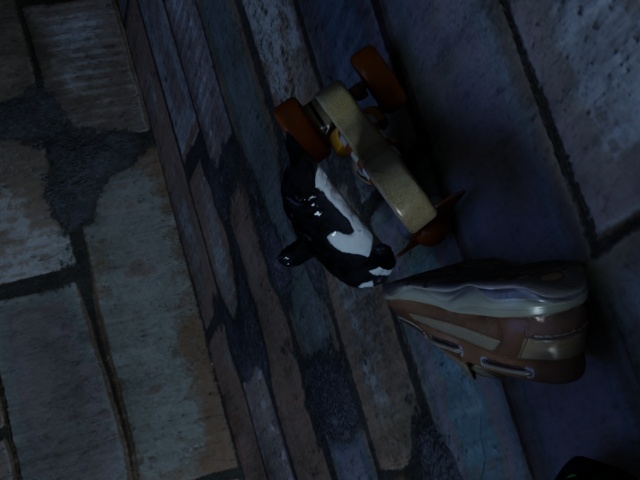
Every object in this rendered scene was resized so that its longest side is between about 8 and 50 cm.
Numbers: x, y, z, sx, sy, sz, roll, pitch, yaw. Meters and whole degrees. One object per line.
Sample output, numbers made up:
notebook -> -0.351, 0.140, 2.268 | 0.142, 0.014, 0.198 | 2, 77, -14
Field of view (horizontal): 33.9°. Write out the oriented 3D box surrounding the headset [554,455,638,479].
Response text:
headset -> 0.233, 0.328, 0.845 | 0.394, 0.185, 0.243 | -35, -39, -80

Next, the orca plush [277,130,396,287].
orca plush -> 0.000, 0.000, 1.196 | 0.151, 0.102, 0.287 | 44, 176, 19

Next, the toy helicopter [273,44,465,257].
toy helicopter -> 0.073, -0.067, 1.134 | 0.235, 0.140, 0.355 | 55, -175, -15

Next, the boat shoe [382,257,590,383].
boat shoe -> 0.157, 0.085, 1.057 | 0.324, 0.123, 0.116 | -179, 76, -73
